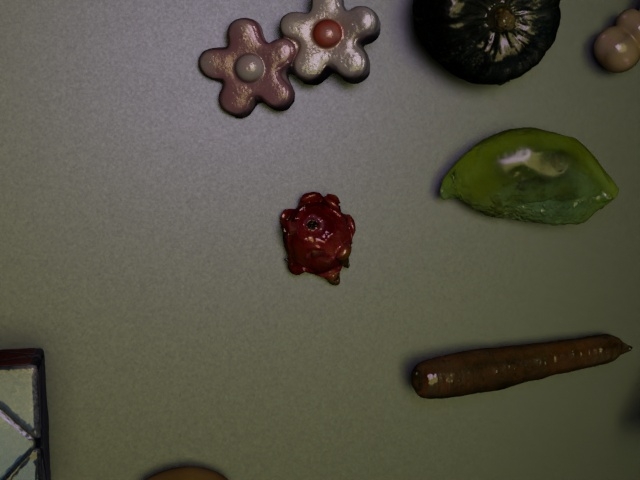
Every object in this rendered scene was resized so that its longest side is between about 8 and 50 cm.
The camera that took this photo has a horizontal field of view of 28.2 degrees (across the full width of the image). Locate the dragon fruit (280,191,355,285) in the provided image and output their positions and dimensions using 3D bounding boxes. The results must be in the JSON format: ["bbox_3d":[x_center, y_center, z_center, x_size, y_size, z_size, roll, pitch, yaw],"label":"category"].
[{"bbox_3d":[-0.003,-0.005,1.799,0.112,0.068,0.126,11,89,-9],"label":"dragon fruit"}]

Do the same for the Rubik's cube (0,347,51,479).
[{"bbox_3d":[-0.460,0.254,1.660,0.205,0.207,0.205,-3,91,-11],"label":"Rubik's cube"}]

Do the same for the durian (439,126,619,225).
[{"bbox_3d":[0.304,-0.093,1.829,0.250,0.101,0.139,12,91,-10],"label":"durian"}]

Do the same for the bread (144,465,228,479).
[{"bbox_3d":[-0.186,0.426,1.769,0.147,0.098,0.217,-4,94,-13],"label":"bread"}]

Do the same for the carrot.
[{"bbox_3d":[0.296,0.180,1.860,0.342,0.070,0.070,-8,93,-15],"label":"carrot"}]

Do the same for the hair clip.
[{"bbox_3d":[-0.040,-0.263,1.785,0.257,0.075,0.146,-21,100,-4],"label":"hair clip"}]

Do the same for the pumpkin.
[{"bbox_3d":[0.235,-0.321,1.784,0.212,0.152,0.211,-1,96,-6],"label":"pumpkin"}]

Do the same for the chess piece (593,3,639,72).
[{"bbox_3d":[0.476,-0.313,1.859,0.170,0.094,0.094,-41,98,-3],"label":"chess piece"}]
